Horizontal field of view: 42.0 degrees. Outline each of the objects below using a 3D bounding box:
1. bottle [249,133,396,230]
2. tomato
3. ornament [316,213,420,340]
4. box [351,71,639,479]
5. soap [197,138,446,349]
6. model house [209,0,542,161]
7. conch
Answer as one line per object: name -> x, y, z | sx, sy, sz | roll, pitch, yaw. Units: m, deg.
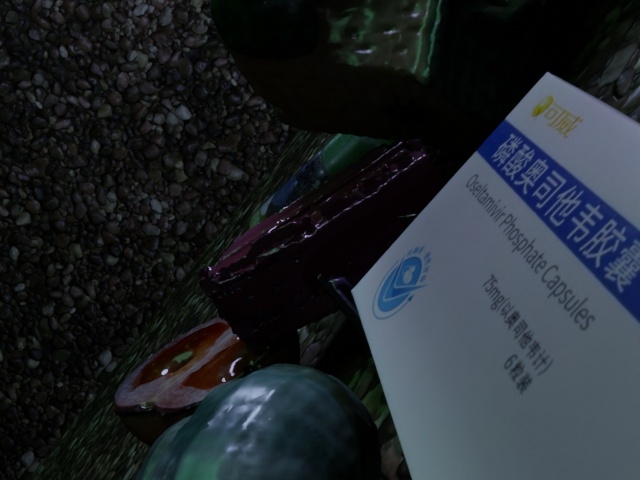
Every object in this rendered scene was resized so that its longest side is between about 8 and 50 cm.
bottle -> 0.006, -0.080, 1.255 | 0.330, 0.093, 0.093 | -39, 18, 48
tomato -> -0.103, 0.161, 0.908 | 0.228, 0.112, 0.199 | -7, 28, 49
ornament -> 0.100, 0.007, 0.720 | 0.203, 0.088, 0.081 | -41, -13, -5
box -> 0.123, 0.043, 0.406 | 0.200, 0.065, 0.343 | -49, 20, 14
soap -> 0.000, 0.000, 0.836 | 0.250, 0.099, 0.162 | -33, 15, -5
model house -> 0.118, -0.308, 0.883 | 0.334, 0.343, 0.382 | 45, -122, -68
conch -> -0.037, 0.183, 0.511 | 0.277, 0.195, 0.220 | 16, 97, 51
